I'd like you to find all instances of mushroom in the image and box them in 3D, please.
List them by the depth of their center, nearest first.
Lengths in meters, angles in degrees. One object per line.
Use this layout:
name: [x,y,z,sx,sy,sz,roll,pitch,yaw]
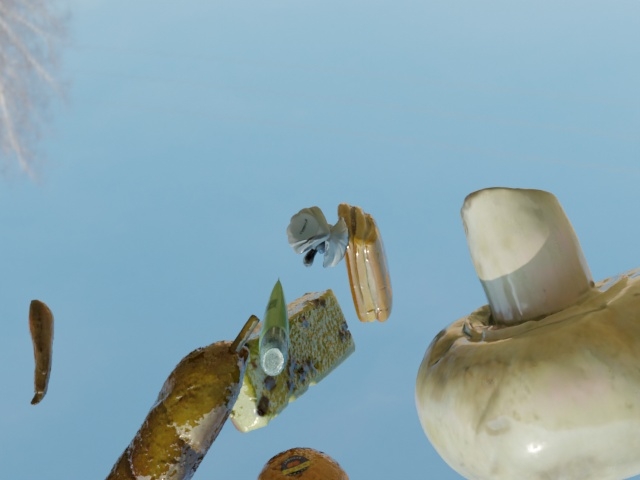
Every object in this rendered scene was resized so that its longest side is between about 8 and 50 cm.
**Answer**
mushroom: [0.292,0.132,1.219,0.325,0.353,0.353,12,-153,-12]

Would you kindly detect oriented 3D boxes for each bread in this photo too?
bread: [-0.163,0.219,1.133,0.084,0.344,0.124,31,-170,1]
bread: [0.074,0.036,1.743,0.077,0.200,0.116,-7,-146,8]
bread: [-0.058,0.197,1.768,0.077,0.138,0.361,-17,-173,29]

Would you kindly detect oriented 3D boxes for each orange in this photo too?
orange: [-0.023,0.350,1.431,0.136,0.117,0.135,-13,-146,9]

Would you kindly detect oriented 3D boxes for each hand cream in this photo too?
hand cream: [-0.071,0.137,1.580,0.046,0.095,0.175,4,-154,-5]

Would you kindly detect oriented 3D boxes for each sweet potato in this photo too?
sweet potato: [-0.529,0.208,1.967,0.050,0.050,0.214,-8,-118,-4]

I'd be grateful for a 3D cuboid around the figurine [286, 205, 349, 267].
figurine: [0.000,0.000,1.615,0.082,0.086,0.094,15,-103,32]
